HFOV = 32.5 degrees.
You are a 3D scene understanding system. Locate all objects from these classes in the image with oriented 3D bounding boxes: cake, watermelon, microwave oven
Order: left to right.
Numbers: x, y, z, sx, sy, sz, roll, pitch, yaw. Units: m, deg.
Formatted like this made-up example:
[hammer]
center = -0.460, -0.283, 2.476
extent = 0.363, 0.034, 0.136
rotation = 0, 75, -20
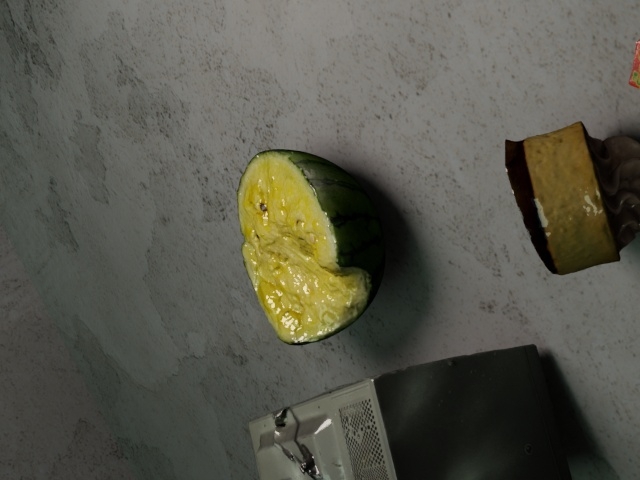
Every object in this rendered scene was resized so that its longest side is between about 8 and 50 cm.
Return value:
[watermelon]
center = 0.000, 0.000, 1.847
extent = 0.331, 0.189, 0.330
rotation = 15, 108, 56
[microwave oven]
center = 0.117, 0.341, 1.732
extent = 0.432, 0.374, 0.236
rotation = -32, 69, 56
[cake]
center = 0.347, -0.064, 1.386
extent = 0.178, 0.208, 0.185
rotation = -22, 53, 22

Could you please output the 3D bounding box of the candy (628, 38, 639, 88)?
[candy]
center = 0.432, -0.197, 1.309
extent = 0.122, 0.038, 0.062
rotation = 32, 134, 35
